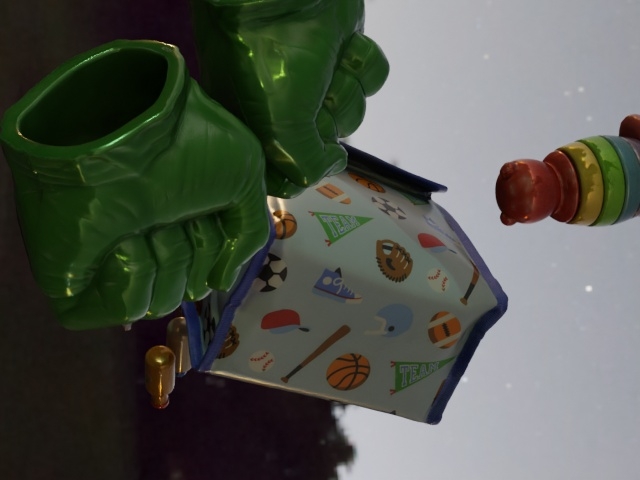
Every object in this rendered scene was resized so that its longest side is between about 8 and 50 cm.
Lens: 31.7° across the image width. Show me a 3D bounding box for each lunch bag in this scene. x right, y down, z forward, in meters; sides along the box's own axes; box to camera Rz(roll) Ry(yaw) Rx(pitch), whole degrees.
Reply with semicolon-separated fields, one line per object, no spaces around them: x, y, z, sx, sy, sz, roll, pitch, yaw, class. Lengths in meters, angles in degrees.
0.000;0.000;1.378;0.239;0.328;0.385;-61;-154;22;lunch bag

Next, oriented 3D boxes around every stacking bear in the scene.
0.424;-0.095;1.865;0.164;0.289;0.175;-130;-146;-62;stacking bear

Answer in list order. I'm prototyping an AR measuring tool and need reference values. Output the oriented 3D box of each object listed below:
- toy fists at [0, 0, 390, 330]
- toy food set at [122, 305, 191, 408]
-0.055;-0.060;0.637;0.279;0.096;0.142;-49;148;-36;toy fists
-0.233;0.112;1.571;0.232;0.111;0.104;54;-30;35;toy food set
